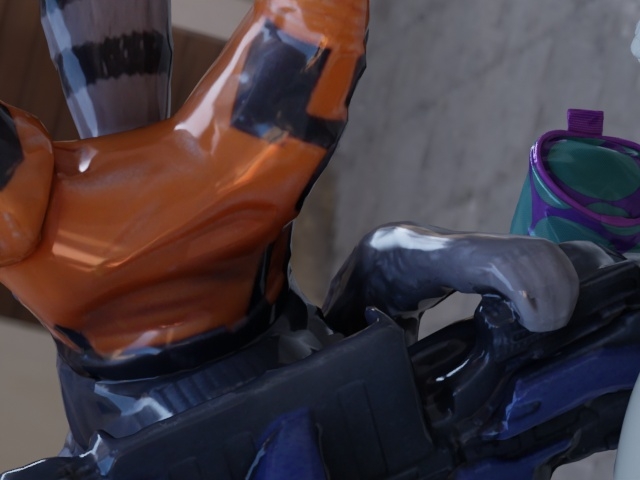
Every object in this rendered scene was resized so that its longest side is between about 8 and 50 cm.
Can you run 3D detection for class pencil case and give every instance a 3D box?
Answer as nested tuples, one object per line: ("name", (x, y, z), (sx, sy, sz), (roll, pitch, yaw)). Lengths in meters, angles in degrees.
("pencil case", (0.099, 0.025, 0.790), (0.070, 0.064, 0.151), (-92, 13, -49))

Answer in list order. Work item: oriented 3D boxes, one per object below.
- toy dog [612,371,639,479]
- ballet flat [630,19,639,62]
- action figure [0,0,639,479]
("toy dog", (0.088, 0.146, 0.464), (0.408, 0.395, 0.284), (-44, 17, -9))
("ballet flat", (0.222, -0.057, 1.043), (0.139, 0.139, 0.400), (-136, 55, -79))
("action figure", (0.000, 0.000, 0.606), (0.178, 0.341, 0.330), (-148, 45, -67))
